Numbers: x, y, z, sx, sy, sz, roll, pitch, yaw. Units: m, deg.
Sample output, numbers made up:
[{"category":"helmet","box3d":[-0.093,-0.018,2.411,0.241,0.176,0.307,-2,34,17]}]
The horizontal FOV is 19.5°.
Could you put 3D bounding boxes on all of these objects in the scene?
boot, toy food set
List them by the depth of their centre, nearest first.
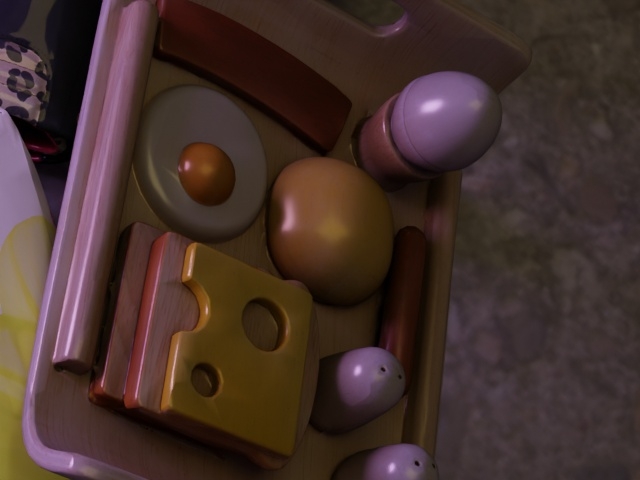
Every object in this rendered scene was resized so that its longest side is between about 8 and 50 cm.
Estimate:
[{"category":"toy food set","box3d":[0.000,0.000,0.844,0.220,0.092,0.306,25,57,-30]},{"category":"boot","box3d":[-0.090,-0.115,0.937,0.236,0.085,0.178,16,68,-11]}]

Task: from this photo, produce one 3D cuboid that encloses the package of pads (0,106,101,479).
[{"category":"package of pads","box3d":[-0.201,0.099,0.799,0.229,0.101,0.296,-12,76,-25]}]
